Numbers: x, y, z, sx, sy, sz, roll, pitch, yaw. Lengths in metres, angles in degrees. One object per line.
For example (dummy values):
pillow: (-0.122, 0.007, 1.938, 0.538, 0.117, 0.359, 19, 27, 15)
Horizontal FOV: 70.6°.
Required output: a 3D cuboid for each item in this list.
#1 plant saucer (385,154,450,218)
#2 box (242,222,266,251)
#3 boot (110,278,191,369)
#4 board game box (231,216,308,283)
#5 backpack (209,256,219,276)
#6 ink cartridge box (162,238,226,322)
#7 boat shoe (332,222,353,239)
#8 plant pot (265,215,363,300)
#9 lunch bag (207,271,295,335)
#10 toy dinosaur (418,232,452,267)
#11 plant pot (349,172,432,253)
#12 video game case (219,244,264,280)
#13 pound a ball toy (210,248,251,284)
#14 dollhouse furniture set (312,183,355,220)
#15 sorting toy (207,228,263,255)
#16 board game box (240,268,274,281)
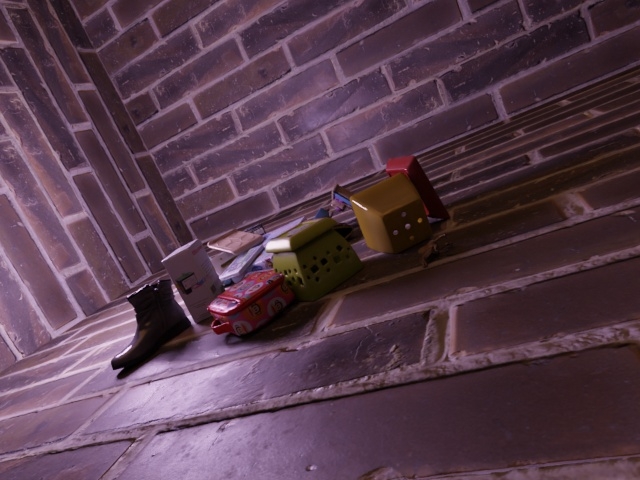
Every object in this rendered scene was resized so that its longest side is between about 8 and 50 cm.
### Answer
plant saucer: (0.339, -0.184, 1.653, 0.047, 0.259, 0.258, -36, 13, -5)
box: (-0.396, 0.003, 2.609, 0.180, 0.147, 0.077, -28, 12, -12)
boot: (-0.653, 0.295, 1.645, 0.118, 0.223, 0.338, -15, 15, 38)
board game box: (-0.231, 0.045, 2.080, 0.318, 0.066, 0.318, -21, 23, 41)
backpack: (-0.615, 0.151, 2.298, 0.165, 0.188, 0.144, -19, 13, 32)
ink cartridge box: (-0.491, 0.155, 1.797, 0.117, 0.278, 0.201, -24, 11, 2)
boat shoe: (0.000, 0.000, 1.887, 0.307, 0.111, 0.104, -30, 12, -25)
plant pot: (-0.035, 0.052, 1.492, 0.228, 0.207, 0.227, -30, 12, -29)
lunch bag: (-0.242, 0.211, 1.462, 0.258, 0.120, 0.293, -35, 13, -26)
toy dinosaur: (0.325, 0.013, 1.296, 0.092, 0.053, 0.183, -20, 12, 29)
plant pot: (0.251, -0.074, 1.506, 0.212, 0.212, 0.187, -26, 24, -5)
video game case: (-0.356, 0.101, 2.025, 0.173, 0.022, 0.190, -20, 24, 43)
pound a ball toy: (-0.432, 0.130, 2.237, 0.319, 0.136, 0.208, -35, -8, -46)
dollhouse furniture set: (0.081, -0.064, 2.131, 0.303, 0.198, 0.286, -58, -6, -8)
sorting toy: (-0.405, 0.011, 2.166, 0.208, 0.038, 0.193, 15, 34, 37)
board game box: (-0.204, 0.146, 1.741, 0.201, 0.035, 0.136, -10, 14, 7)
